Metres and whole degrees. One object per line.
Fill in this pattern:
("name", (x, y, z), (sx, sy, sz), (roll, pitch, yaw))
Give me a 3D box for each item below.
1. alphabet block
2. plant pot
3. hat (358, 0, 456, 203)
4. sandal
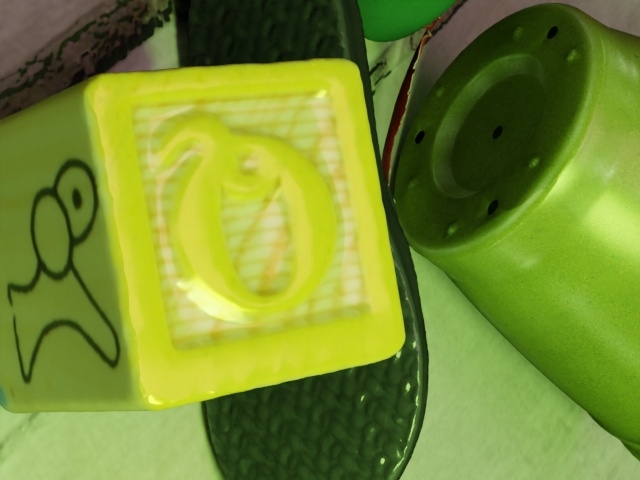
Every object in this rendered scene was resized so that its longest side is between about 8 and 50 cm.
("alphabet block", (-0.091, 0.000, 0.899), (0.193, 0.197, 0.192), (-11, 91, -36))
("plant pot", (0.266, -0.021, 1.252), (0.353, 0.366, 0.366), (30, 61, -28))
("hat", (0.060, -0.190, 1.249), (0.208, 0.173, 0.183), (-46, 158, -41))
("sandal", (0.002, -0.002, 1.068), (0.107, 0.167, 0.445), (9, 76, -65))
